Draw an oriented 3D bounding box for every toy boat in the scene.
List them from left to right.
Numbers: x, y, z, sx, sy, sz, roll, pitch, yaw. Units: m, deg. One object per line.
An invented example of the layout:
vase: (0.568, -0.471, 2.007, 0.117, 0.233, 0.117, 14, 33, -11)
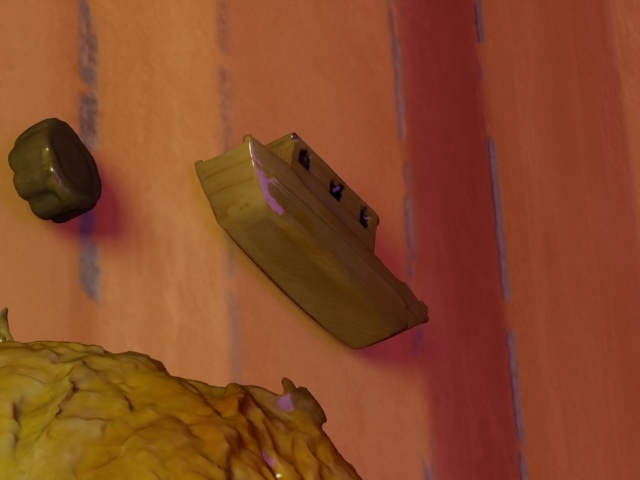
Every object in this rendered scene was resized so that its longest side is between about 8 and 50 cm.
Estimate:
toy boat: (0.000, 0.000, 1.157, 0.200, 0.057, 0.077, 45, 36, -33)

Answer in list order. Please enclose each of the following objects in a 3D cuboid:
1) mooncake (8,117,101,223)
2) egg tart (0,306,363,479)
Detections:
mooncake: (-0.202, 0.024, 0.863, 0.346, 0.057, 0.150, -14, 74, -53)
egg tart: (-0.061, 0.158, 0.833, 0.339, 0.153, 0.351, 58, 18, 22)
